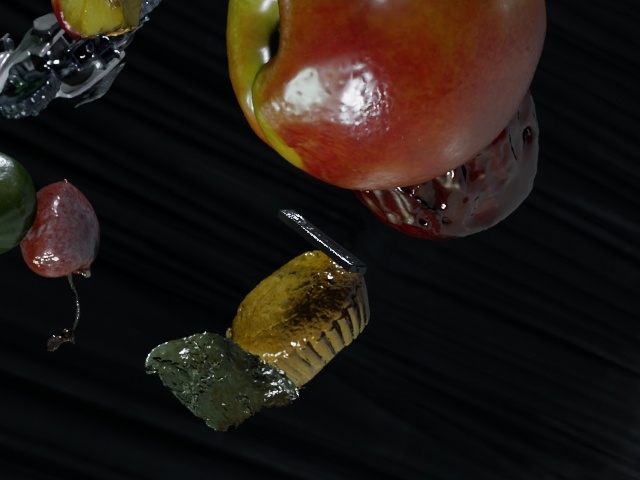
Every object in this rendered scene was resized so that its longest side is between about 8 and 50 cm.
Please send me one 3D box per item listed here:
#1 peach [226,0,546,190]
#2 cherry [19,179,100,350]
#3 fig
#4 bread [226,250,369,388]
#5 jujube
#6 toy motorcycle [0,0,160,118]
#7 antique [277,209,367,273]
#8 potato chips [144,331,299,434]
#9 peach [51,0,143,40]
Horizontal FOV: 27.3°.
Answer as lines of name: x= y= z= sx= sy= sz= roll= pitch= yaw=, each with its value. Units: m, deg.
peach: x=0.075 y=-0.205 z=1.300 sx=0.307 sy=0.332 sz=0.308 roll=15 pitch=110 yaw=49
cherry: x=-0.311 y=0.035 z=1.572 sx=0.107 sy=0.090 sz=0.226 roll=-68 pitch=-18 yaw=-71
fig: x=-0.364 y=-0.032 z=1.436 sx=0.117 sy=0.117 sz=0.177 roll=-60 pitch=19 yaw=11
bread: x=-0.023 y=0.119 z=2.042 sx=0.240 sy=0.139 sz=0.240 roll=-34 pitch=21 yaw=15
jujube: x=0.138 y=-0.151 z=1.637 sx=0.258 sy=0.377 sz=0.258 roll=-7 pitch=61 yaw=12
toy motorcycle: x=-0.393 y=-0.298 z=2.048 sx=0.188 sy=0.143 sz=0.327 roll=6 pitch=46 yaw=51
antique: x=0.000 y=0.000 z=1.922 sx=0.192 sy=0.031 sz=0.015 roll=37 pitch=116 yaw=45
potato chips: x=-0.113 y=0.163 z=1.513 sx=0.026 sy=0.209 sz=0.142 roll=-45 pitch=33 yaw=34
peach: x=-0.304 y=-0.337 z=1.791 sx=0.118 sy=0.151 sz=0.151 roll=23 pitch=89 yaw=52
